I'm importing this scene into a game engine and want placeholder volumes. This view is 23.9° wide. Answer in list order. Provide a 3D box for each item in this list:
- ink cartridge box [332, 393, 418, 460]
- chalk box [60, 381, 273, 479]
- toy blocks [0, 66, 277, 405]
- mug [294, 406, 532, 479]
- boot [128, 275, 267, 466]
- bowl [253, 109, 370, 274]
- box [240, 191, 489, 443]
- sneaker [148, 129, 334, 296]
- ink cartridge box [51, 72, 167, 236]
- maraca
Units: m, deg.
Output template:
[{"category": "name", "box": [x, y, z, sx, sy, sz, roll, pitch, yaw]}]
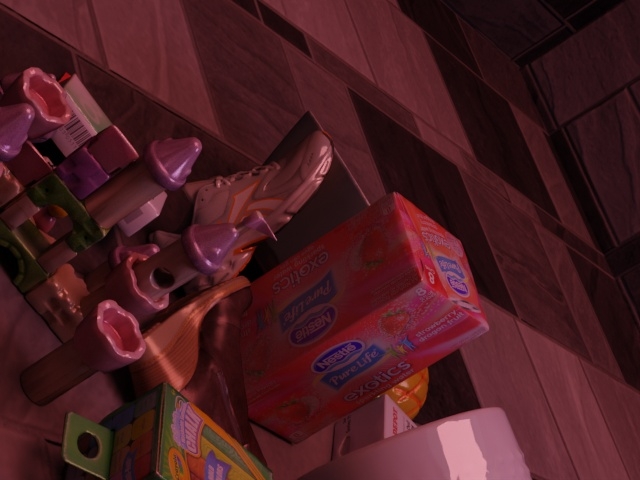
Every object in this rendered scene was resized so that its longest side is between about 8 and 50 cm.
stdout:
[{"category": "ink cartridge box", "box": [0.112, 0.323, 1.955, 0.208, 0.087, 0.153, 47, 23, -22]}, {"category": "chalk box", "box": [-0.159, 0.236, 1.436, 0.213, 0.132, 0.132, 45, 24, -29]}, {"category": "toy blocks", "box": [-0.225, -0.054, 1.522, 0.289, 0.260, 0.309, 52, 22, -12]}, {"category": "mug", "box": [0.135, 0.400, 1.715, 0.374, 0.276, 0.328, 94, -24, -74]}, {"category": "boot", "box": [-0.116, 0.165, 1.693, 0.207, 0.090, 0.248, 64, 31, -7]}, {"category": "bowl", "box": [0.000, 0.000, 1.996, 0.312, 0.163, 0.311, 59, 2, -4]}, {"category": "box", "box": [0.027, 0.096, 1.797, 0.154, 0.300, 0.142, 36, 30, -44]}, {"category": "sneaker", "box": [-0.097, -0.050, 1.814, 0.121, 0.262, 0.099, 44, -2, -8]}, {"category": "ink cartridge box", "box": [-0.249, -0.119, 1.792, 0.181, 0.056, 0.225, 54, 13, -14]}, {"category": "maraca", "box": [0.100, 0.210, 2.082, 0.127, 0.099, 0.186, -4, 89, -60]}]
